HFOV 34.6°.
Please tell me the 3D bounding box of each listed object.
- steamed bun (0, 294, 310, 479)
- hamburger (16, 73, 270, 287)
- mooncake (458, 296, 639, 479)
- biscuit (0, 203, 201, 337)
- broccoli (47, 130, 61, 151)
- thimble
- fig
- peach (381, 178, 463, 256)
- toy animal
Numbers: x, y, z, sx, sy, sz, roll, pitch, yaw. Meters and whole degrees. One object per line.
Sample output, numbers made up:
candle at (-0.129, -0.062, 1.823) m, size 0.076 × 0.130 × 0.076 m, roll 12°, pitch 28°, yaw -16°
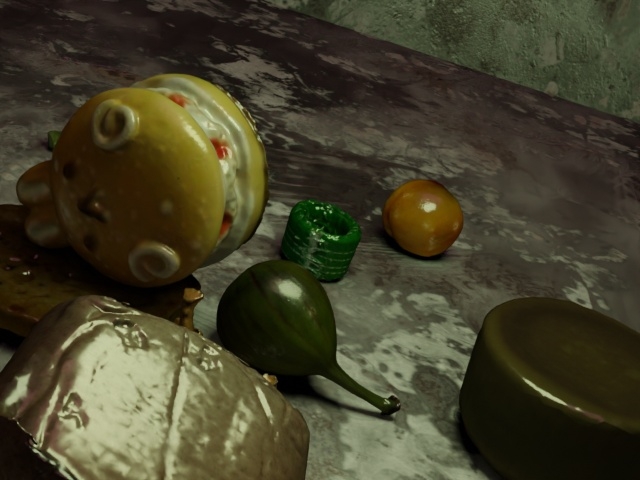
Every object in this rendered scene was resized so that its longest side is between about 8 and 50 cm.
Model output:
steamed bun at (-0.172, 0.212, 0.912) m, size 0.301 × 0.199 × 0.251 m, roll 35°, pitch 35°, yaw -15°
hamburger at (-0.234, -0.072, 1.301) m, size 0.303 × 0.261 × 0.186 m, roll 7°, pitch 20°, yaw 31°
mooncake at (0.315, 0.206, 1.302) m, size 0.284 × 0.155 × 0.284 m, roll 15°, pitch 26°, yaw -8°
biscuit at (-0.334, 0.039, 1.340) m, size 0.359 × 0.046 × 0.359 m, roll 14°, pitch 23°, yaw -6°
broccoli at (-0.360, -0.178, 1.754) m, size 0.204 × 0.122 × 0.118 m, roll -10°, pitch 19°, yaw -23°
thimble at (0.000, 0.000, 1.605) m, size 0.118 × 0.090 × 0.130 m, roll 19°, pitch 24°, yaw -1°
fig at (-0.022, 0.143, 1.298) m, size 0.259 × 0.151 × 0.151 m, roll 52°, pitch 32°, yaw 7°
peach at (0.172, -0.042, 1.772) m, size 0.138 × 0.138 × 0.138 m, roll 15°, pitch 24°, yaw -7°
toy animal at (-0.132, 0.172, 1.168) m, size 0.114 × 0.116 × 0.255 m, roll -25°, pitch 49°, yaw -25°
